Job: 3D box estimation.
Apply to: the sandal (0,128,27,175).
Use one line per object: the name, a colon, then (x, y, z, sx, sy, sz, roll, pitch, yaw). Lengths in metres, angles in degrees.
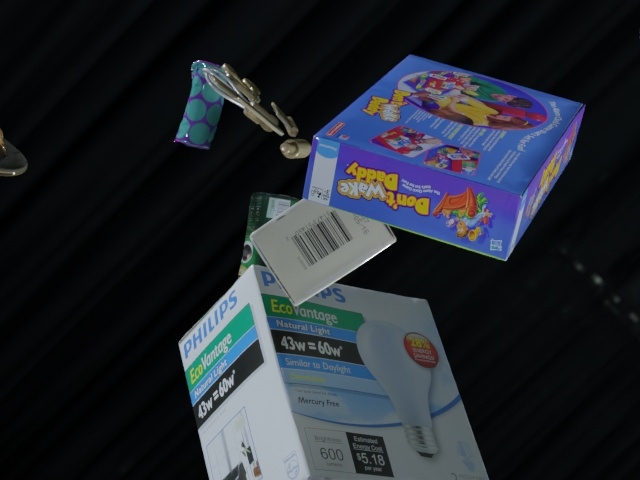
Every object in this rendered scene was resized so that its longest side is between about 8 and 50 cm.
sandal: (-0.605, -0.201, 2.521, 0.219, 0.060, 0.090, 49, -138, 3)

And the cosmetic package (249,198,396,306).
cosmetic package: (0.000, 0.000, 1.911, 0.113, 0.160, 0.309, 57, 179, 1)

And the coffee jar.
coffee jar: (-0.091, 0.011, 2.476, 0.079, 0.184, 0.096, 10, 178, -22)

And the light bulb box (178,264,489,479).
light bulb box: (0.017, 0.263, 2.130, 0.358, 0.225, 0.361, 12, -134, -36)

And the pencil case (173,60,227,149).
pencil case: (-0.208, -0.236, 2.485, 0.070, 0.151, 0.064, 16, -174, 19)

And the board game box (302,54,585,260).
board game box: (0.152, -0.107, 1.639, 0.233, 0.078, 0.347, 18, -153, 15)

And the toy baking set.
toy baking set: (-0.098, -0.195, 2.178, 0.197, 0.030, 0.256, 43, -169, 2)
